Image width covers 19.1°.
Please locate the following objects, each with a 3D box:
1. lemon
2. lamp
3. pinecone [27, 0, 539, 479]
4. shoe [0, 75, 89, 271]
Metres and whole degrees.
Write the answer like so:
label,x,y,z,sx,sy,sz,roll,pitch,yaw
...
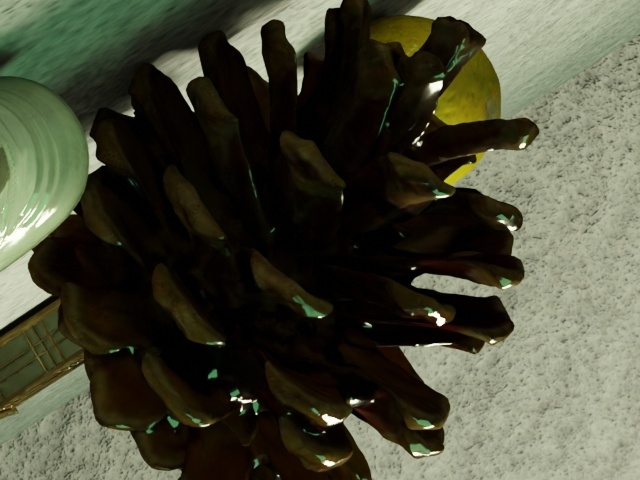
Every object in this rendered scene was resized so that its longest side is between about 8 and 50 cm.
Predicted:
label,x,y,z,sx,sy,sz,roll,pitch,yaw
lemon,0.076,-0.122,1.704,0.170,0.170,0.207,-33,168,19
lamp,-0.269,0.093,2.200,0.325,0.090,0.089,-34,175,15
pinecone,0.000,0.000,1.344,0.384,0.384,0.384,-32,176,-3
shoe,-0.279,0.015,1.069,0.316,0.124,0.159,-38,176,4
